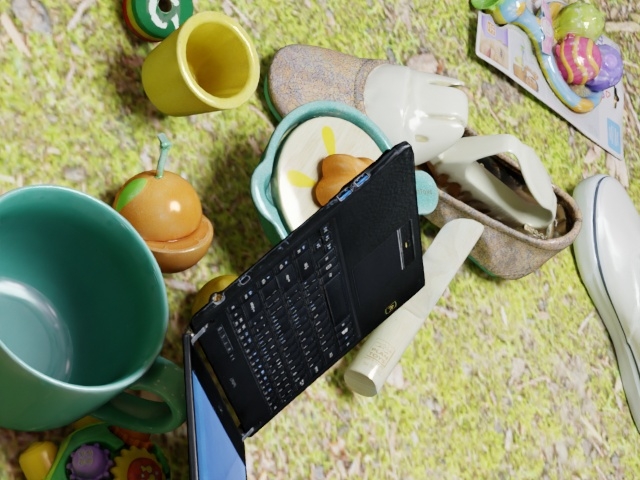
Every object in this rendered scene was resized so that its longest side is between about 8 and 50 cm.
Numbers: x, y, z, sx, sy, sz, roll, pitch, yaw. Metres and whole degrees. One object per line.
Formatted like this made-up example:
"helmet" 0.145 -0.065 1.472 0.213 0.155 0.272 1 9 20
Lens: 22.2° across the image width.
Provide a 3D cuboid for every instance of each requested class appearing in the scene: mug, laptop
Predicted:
"mug" -0.162 0.058 0.952 0.129 0.097 0.158 -15 75 -44
"laptop" 0.003 0.109 1.002 0.264 0.234 0.136 -40 70 -11

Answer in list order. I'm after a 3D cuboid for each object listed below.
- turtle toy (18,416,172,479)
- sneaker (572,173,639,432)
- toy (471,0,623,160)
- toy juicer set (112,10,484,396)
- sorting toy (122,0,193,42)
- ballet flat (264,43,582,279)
"turtle toy" -0.133 0.155 0.977 0.130 0.066 0.095 -32 97 -50
"sneaker" 0.309 0.055 1.487 0.094 0.091 0.258 -15 85 -50
"toy" 0.236 -0.187 1.546 0.237 0.056 0.137 27 56 -38
"toy juicer set" 0.000 0.000 1.154 0.329 0.089 0.209 32 61 -31
"sorting toy" -0.113 -0.286 1.187 0.132 0.046 0.274 31 71 -25
"ballet flat" 0.097 -0.075 1.303 0.316 0.106 0.107 32 53 -35
